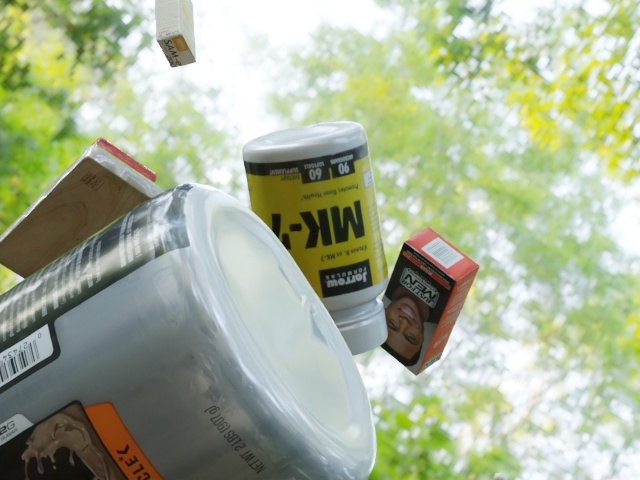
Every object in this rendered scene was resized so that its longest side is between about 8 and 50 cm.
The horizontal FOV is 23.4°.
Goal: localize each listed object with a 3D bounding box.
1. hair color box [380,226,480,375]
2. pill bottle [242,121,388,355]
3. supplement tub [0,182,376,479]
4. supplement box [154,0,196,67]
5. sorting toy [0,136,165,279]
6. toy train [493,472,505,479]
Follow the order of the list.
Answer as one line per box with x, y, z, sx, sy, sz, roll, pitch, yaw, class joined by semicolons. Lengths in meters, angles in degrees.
0.104;0.063;1.567;0.072;0.043;0.141;38;-45;23;hair color box
0.000;0.000;1.459;0.119;0.119;0.208;1;-74;41;pill bottle
-0.155;0.132;0.912;0.338;0.207;0.207;-32;-69;14;supplement tub
-0.185;-0.277;1.957;0.036;0.098;0.062;-12;-33;9;supplement box
-0.246;-0.003;1.978;0.255;0.089;0.257;34;-47;-20;sorting toy
0.226;0.339;1.791;0.046;0.125;0.166;13;-6;28;toy train
